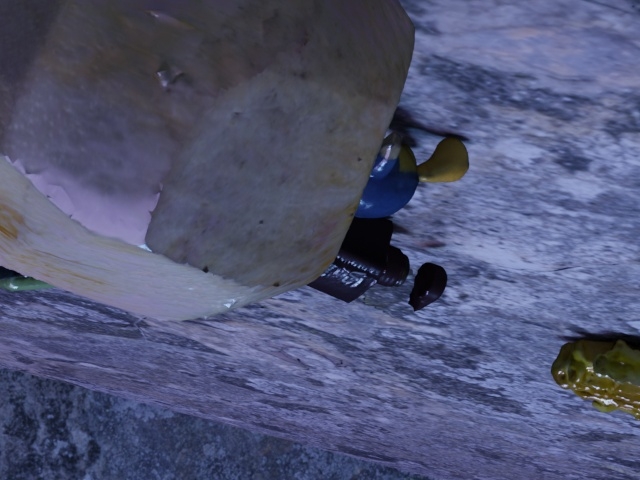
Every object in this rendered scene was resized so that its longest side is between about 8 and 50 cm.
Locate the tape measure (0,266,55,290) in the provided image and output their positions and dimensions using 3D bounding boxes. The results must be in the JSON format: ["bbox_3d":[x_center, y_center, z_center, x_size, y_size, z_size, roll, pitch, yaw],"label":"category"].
[{"bbox_3d":[-0.200,-0.016,1.093,0.175,0.106,0.200,-3,-170,-30],"label":"tape measure"}]

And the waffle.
[{"bbox_3d":[0.334,0.144,1.415,0.210,0.055,0.160,10,165,10],"label":"waffle"}]

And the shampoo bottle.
[{"bbox_3d":[-0.001,0.002,1.143,0.236,0.067,0.068,20,156,-26],"label":"shampoo bottle"}]

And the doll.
[{"bbox_3d":[0.006,-0.056,0.893,0.179,0.089,0.102,-6,-178,-41],"label":"doll"}]

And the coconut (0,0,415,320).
[{"bbox_3d":[-0.080,-0.076,0.637,0.236,0.197,0.237,16,166,4],"label":"coconut"}]
